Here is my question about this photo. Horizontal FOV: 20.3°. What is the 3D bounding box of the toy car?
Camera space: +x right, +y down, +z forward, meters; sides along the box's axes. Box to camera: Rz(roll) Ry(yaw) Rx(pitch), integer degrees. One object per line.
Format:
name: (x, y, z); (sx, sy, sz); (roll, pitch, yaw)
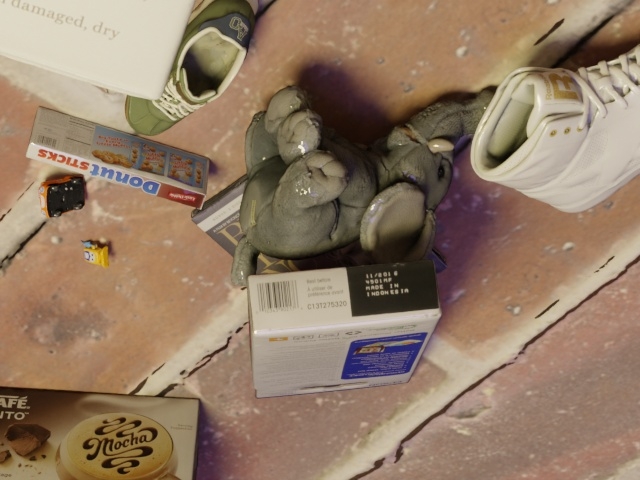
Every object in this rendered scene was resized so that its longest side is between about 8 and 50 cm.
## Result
toy car: (-0.259, -0.014, 1.813); (0.041, 0.060, 0.122); (11, 129, 33)

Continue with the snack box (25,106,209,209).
snack box: (-0.197, -0.081, 1.750); (0.178, 0.064, 0.022); (17, 125, -12)

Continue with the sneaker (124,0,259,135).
sneaker: (-0.127, -0.154, 1.676); (0.064, 0.086, 0.192); (30, 123, -22)

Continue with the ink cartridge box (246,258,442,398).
ink cartridge box: (0.016, 0.096, 1.798); (0.176, 0.069, 0.371); (-6, 164, -3)

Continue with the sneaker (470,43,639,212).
sneaker: (0.271, -0.133, 1.642); (0.169, 0.108, 0.292); (13, 134, -45)

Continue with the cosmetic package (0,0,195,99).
cosmetic package: (-0.203, -0.386, 1.336); (0.327, 0.329, 0.393); (17, 126, -12)

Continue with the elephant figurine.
elephant figurine: (0.053, -0.051, 1.710); (0.239, 0.169, 0.186); (8, 154, -29)

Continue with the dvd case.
dvd case: (0.000, 0.000, 1.842); (0.164, 0.018, 0.221); (-33, 121, 24)

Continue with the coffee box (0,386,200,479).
coffee box: (-0.287, 0.262, 1.962); (0.297, 0.168, 0.118); (4, 129, -2)
